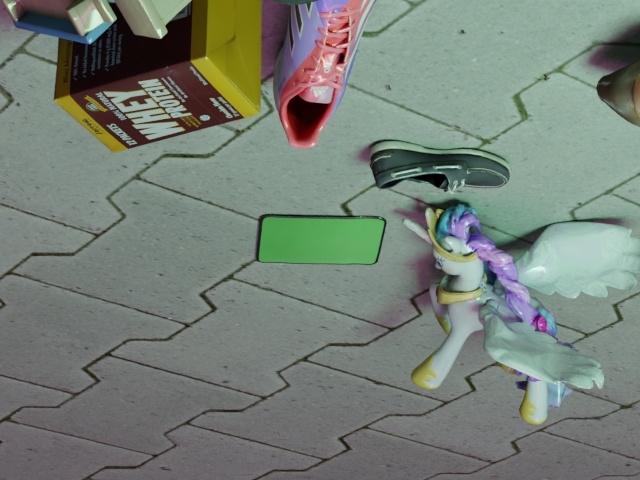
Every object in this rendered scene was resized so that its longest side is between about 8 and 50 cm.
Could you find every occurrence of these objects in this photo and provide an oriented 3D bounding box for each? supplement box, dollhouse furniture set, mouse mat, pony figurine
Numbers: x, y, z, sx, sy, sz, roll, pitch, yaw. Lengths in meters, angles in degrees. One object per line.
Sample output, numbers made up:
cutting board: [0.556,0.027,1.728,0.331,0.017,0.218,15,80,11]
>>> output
supplement box: [-0.181,-0.229,1.927,0.194,0.191,0.129,-13,150,22]
dollhouse furniture set: [-0.251,-0.378,1.783,0.303,0.198,0.286,15,144,43]
mouse mat: [0.000,0.000,2.563,0.190,0.007,0.152,0,152,-5]
pony figurine: [0.287,0.113,2.518,0.351,0.303,0.363,18,142,19]

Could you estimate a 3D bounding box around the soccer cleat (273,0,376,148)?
soccer cleat: [0.005,-0.232,2.007,0.109,0.116,0.318,5,150,-9]

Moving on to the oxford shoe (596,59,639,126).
oxford shoe: [0.516,-0.180,2.166,0.364,0.130,0.133,9,-176,-32]

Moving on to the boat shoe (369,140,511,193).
boat shoe: [0.166,-0.087,2.342,0.206,0.065,0.075,8,151,-16]

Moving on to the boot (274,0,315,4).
boot: [0.107,-0.336,1.680,0.338,0.118,0.223,-23,172,-33]
